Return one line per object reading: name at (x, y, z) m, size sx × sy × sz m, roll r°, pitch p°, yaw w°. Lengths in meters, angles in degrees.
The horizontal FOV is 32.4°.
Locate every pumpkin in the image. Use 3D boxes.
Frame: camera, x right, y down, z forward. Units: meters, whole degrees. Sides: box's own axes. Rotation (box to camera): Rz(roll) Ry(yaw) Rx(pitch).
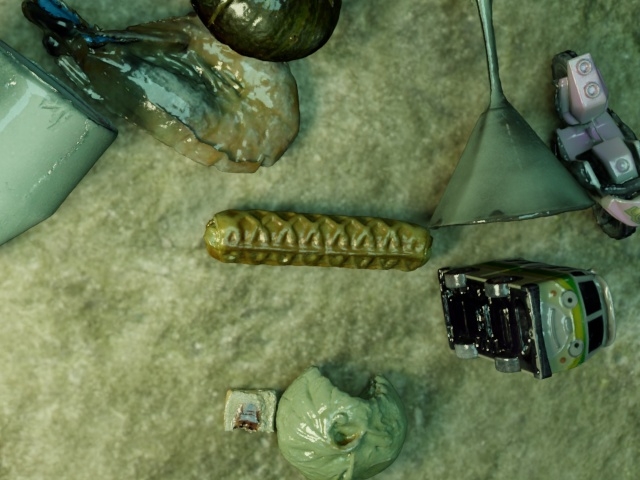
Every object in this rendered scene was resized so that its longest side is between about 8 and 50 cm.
pumpkin at (-0.087, -0.361, 1.599) m, size 0.238 × 0.238 × 0.159 m, roll 20°, pitch 133°, yaw -20°

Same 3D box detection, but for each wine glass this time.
wine glass at (0.271, -0.229, 1.690) m, size 0.267 × 0.267 × 0.406 m, roll -7°, pitch 92°, yaw -15°

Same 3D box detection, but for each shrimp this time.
shrimp at (-0.224, -0.255, 1.624) m, size 0.446 × 0.110 × 0.221 m, roll 25°, pitch 81°, yaw -19°

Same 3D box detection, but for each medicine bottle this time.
medicine bottle at (-0.455, -0.108, 1.493) m, size 0.245 × 0.245 × 0.290 m, roll 37°, pitch 92°, yaw -15°

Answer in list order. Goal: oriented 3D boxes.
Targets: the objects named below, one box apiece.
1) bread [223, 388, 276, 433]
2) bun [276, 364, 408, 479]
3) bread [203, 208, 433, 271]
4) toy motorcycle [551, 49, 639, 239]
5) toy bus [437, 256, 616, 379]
bread at (-0.110, 0.265, 1.724) m, size 0.083 × 0.035 × 0.070 m, roll 8°, pitch 90°, yaw -13°
bun at (0.038, 0.288, 1.721) m, size 0.213 × 0.126 × 0.203 m, roll -22°, pitch 101°, yaw -14°
bread at (0.000, 0.001, 1.714) m, size 0.368 × 0.084 × 0.077 m, roll 4°, pitch 53°, yaw -14°
toy motorcycle at (0.457, -0.151, 1.773) m, size 0.143 × 0.188 × 0.327 m, roll -21°, pitch 99°, yaw -7°
toy bus at (0.318, 0.109, 1.694) m, size 0.179 × 0.305 × 0.143 m, roll -11°, pitch 96°, yaw -17°
